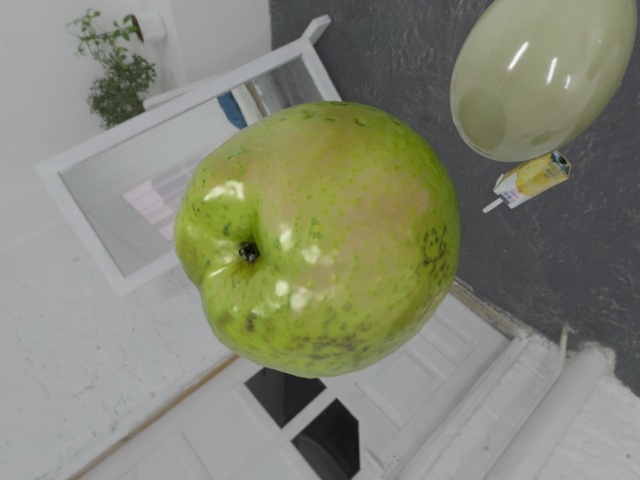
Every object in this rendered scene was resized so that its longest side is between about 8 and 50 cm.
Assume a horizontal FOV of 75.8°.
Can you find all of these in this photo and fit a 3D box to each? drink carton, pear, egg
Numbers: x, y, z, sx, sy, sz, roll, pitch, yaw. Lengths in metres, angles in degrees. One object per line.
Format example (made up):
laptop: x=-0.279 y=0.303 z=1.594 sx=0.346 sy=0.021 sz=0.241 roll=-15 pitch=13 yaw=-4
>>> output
drink carton: x=0.465 y=-0.129 z=0.954 sx=0.084 sy=0.074 sz=0.200 roll=41 pitch=144 yaw=-8
pear: x=0.000 y=0.000 z=0.556 sx=0.391 sy=0.391 sz=0.391 roll=37 pitch=145 yaw=31
egg: x=0.267 y=-0.214 z=0.507 sx=0.186 sy=0.186 sz=0.241 roll=41 pitch=119 yaw=24
